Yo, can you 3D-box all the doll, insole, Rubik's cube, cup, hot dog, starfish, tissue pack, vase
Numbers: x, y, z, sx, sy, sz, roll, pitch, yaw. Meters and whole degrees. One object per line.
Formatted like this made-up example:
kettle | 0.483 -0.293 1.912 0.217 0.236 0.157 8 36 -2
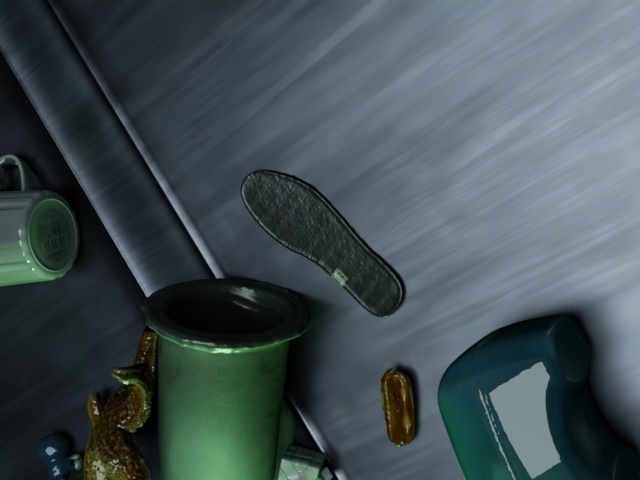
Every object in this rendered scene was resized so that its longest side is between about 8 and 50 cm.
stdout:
doll | -0.459 0.377 1.829 0.076 0.050 0.083 -32 81 23
insole | 0.000 0.000 1.551 0.309 0.012 0.110 43 113 16
Rubik's cube | -0.027 0.359 1.585 0.084 0.075 0.073 20 104 22
cup | -0.526 -0.029 1.735 0.202 0.167 0.221 -4 98 25
hot dog | 0.114 0.243 1.519 0.049 0.037 0.122 -1 103 16
starfish | -0.318 0.292 1.637 0.113 0.312 0.303 19 129 -22
tissue pack | 0.271 0.255 1.343 0.206 0.198 0.287 -26 88 26
vase | -0.141 0.227 1.555 0.245 0.245 0.291 14 113 25

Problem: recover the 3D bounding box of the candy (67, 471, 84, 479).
candy | -0.471 0.491 1.823 0.062 0.097 0.194 49 115 11
